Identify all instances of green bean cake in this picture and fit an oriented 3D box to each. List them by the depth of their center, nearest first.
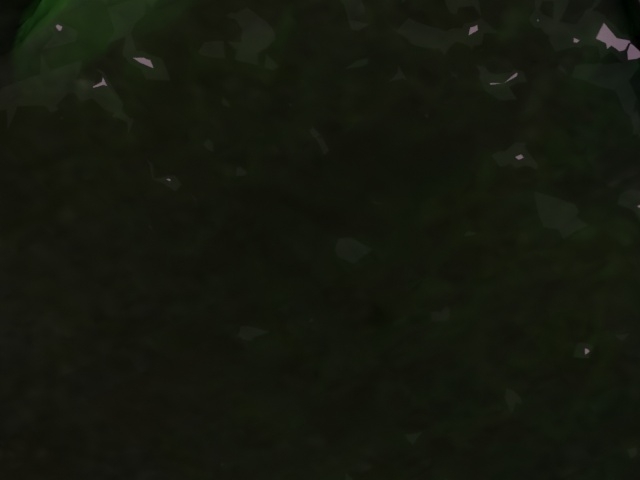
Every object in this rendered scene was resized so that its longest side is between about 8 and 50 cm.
[{"bbox_3d":[0.000,0.000,0.526,0.227,0.125,0.222,-25,112,9],"label":"green bean cake"}]
